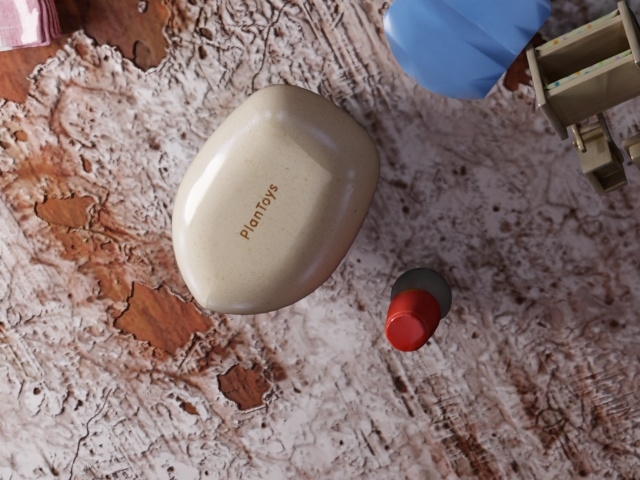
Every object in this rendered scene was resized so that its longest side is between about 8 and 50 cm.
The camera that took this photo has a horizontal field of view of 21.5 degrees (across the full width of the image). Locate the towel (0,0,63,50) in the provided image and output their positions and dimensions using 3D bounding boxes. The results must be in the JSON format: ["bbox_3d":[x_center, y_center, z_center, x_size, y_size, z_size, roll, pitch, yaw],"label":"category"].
[{"bbox_3d":[-0.452,-0.295,1.765,0.329,0.037,0.237,-7,114,13],"label":"towel"}]

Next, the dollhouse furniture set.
[{"bbox_3d":[0.325,-0.157,1.698,0.182,0.101,0.161,-23,135,18],"label":"dollhouse furniture set"}]

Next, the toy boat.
[{"bbox_3d":[0.000,0.000,1.792,0.318,0.148,0.267,38,111,-1],"label":"toy boat"}]

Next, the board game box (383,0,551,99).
[{"bbox_3d":[0.147,-0.229,1.705,0.133,0.033,0.168,36,111,-4],"label":"board game box"}]
